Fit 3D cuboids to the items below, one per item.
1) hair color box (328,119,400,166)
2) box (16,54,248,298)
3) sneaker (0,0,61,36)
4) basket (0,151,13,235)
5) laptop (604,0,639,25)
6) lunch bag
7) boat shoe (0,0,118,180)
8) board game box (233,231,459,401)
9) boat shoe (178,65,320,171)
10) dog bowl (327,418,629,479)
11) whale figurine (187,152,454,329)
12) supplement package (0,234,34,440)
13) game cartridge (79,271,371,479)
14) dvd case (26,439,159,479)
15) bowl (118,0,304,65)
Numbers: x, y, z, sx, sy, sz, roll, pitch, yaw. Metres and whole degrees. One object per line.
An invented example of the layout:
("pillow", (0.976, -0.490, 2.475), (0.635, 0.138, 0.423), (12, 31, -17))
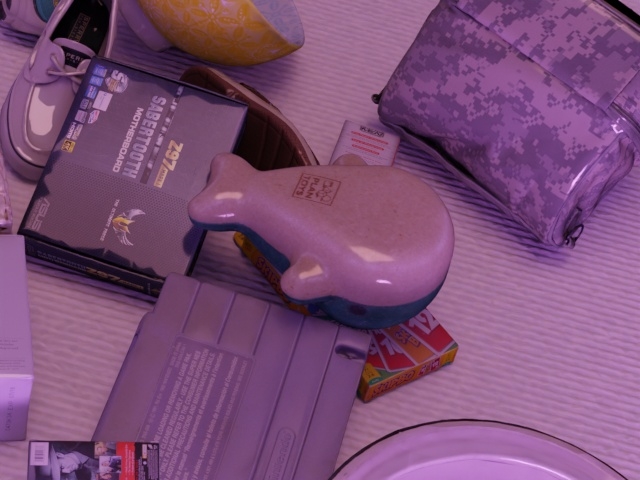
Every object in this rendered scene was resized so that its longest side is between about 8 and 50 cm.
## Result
("hair color box", (0.045, -0.083, 1.810), (0.072, 0.043, 0.141), (18, 32, 2))
("box", (-0.198, -0.067, 1.687), (0.183, 0.059, 0.232), (19, 68, 2))
("sneaker", (-0.332, -0.349, 1.961), (0.110, 0.107, 0.275), (22, 47, -22))
("basket", (-0.378, -0.037, 1.628), (0.113, 0.103, 0.167), (-4, 50, -18))
("laptop", (0.341, -0.214, 2.060), (0.264, 0.136, 0.234), (30, 42, -23))
("lunch bag", (0.241, -0.168, 1.840), (0.305, 0.212, 0.256), (39, 92, 19))
("boat shoe", (-0.286, -0.193, 1.783), (0.096, 0.088, 0.267), (27, 55, -12))
("board game box", (0.024, 0.054, 1.706), (0.124, 0.039, 0.259), (-21, 53, -32))
("boat shoe", (-0.060, -0.113, 1.794), (0.095, 0.095, 0.257), (11, 32, -51))
("dog bowl", (0.146, 0.362, 1.338), (0.408, 0.150, 0.408), (12, 48, -14))
("whale figurine", (0.000, 0.000, 1.632), (0.272, 0.141, 0.216), (16, 46, 6))
("supplement package", (-0.336, 0.092, 1.518), (0.105, 0.105, 0.179), (0, 48, -15))
("game cartridge", (-0.101, 0.204, 1.498), (0.230, 0.068, 0.355), (15, 51, 5))
("dvd case", (-0.204, 0.220, 1.418), (0.119, 0.013, 0.087), (3, 52, -11))
("bowl", (-0.161, -0.316, 1.893), (0.156, 0.289, 0.289), (-31, 50, 14))
